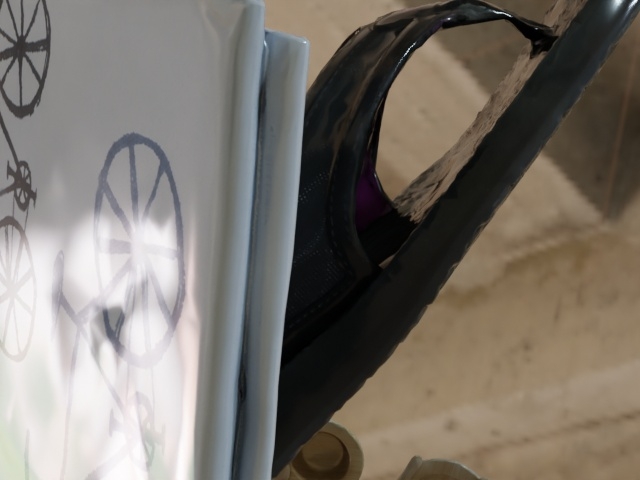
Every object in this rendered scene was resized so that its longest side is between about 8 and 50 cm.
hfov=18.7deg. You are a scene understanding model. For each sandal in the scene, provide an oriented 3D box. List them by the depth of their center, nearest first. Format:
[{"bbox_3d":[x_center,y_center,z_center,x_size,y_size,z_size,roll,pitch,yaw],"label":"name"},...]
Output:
[{"bbox_3d":[-0.001,0.002,0.938,0.107,0.167,0.446,39,-80,-5],"label":"sandal"}]

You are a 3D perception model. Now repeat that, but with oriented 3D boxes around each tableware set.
[{"bbox_3d":[0.020,0.183,1.242,0.169,0.020,0.141,24,-67,0],"label":"tableware set"}]

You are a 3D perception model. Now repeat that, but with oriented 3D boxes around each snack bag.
[{"bbox_3d":[-0.107,0.038,0.831,0.037,0.342,0.323,-3,-76,-30],"label":"snack bag"}]
